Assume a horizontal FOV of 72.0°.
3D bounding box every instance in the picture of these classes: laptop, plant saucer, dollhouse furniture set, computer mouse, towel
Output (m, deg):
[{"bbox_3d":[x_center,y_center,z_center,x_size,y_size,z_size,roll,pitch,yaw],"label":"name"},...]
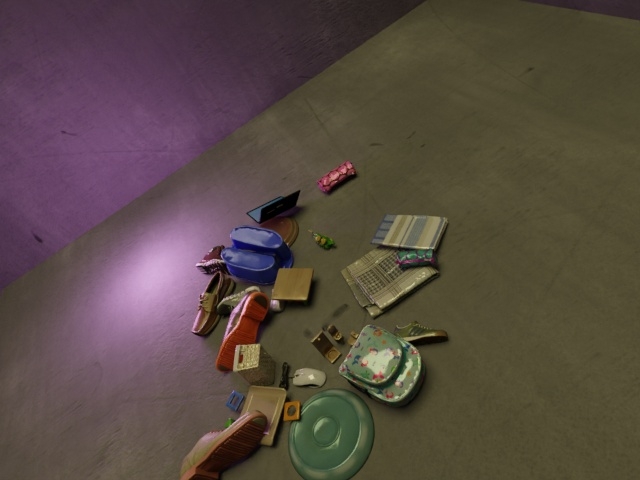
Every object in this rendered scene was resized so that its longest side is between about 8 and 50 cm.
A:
[{"bbox_3d":[-0.253,-0.200,2.320,0.234,0.264,0.137,-30,76,-22],"label":"laptop"},{"bbox_3d":[0.024,0.642,1.475,0.317,0.044,0.318,-17,43,17],"label":"plant saucer"},{"bbox_3d":[0.081,0.388,1.617,0.144,0.123,0.151,-44,43,-13],"label":"dollhouse furniture set"},{"bbox_3d":[-0.071,0.510,1.657,0.192,0.042,0.106,-8,46,26],"label":"computer mouse"},{"bbox_3d":[-0.243,-0.026,2.272,0.277,0.041,0.278,-16,45,17],"label":"plant saucer"},{"bbox_3d":[0.377,-0.036,1.866,0.284,0.034,0.209,6,44,30],"label":"towel"},{"bbox_3d":[0.266,0.130,1.801,0.324,0.056,0.312,-35,42,-1],"label":"towel"}]

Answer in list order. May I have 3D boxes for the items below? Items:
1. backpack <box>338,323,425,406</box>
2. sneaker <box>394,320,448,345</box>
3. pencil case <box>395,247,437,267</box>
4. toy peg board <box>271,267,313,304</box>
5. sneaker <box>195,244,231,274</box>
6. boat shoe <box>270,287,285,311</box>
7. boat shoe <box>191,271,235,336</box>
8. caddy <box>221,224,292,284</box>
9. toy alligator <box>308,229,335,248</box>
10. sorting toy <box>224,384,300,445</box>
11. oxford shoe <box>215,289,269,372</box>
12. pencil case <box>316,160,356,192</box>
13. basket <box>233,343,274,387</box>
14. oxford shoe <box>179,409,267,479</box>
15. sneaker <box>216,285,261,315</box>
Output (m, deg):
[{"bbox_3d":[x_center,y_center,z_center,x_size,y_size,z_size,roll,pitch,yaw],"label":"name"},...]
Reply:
[{"bbox_3d":[0.213,0.416,1.462,0.253,0.191,0.225,26,71,28],"label":"backpack"},{"bbox_3d":[0.348,0.321,1.560,0.192,0.064,0.086,-16,49,23],"label":"sneaker"},{"bbox_3d":[0.374,0.069,1.713,0.151,0.065,0.070,-9,15,26],"label":"pencil case"},{"bbox_3d":[-0.112,0.209,1.921,0.160,0.079,0.161,-1,49,16],"label":"toy peg board"},{"bbox_3d":[-0.513,0.087,2.283,0.281,0.106,0.163,-1,47,31],"label":"sneaker"},{"bbox_3d":[-0.190,0.237,1.979,0.063,0.066,0.184,-11,56,21],"label":"boat shoe"},{"bbox_3d":[-0.527,0.290,2.085,0.122,0.120,0.324,-2,50,30],"label":"boat shoe"},{"bbox_3d":[-0.303,0.074,2.103,0.340,0.179,0.242,12,65,17],"label":"caddy"},{"bbox_3d":[0.000,0.000,2.092,0.189,0.056,0.052,27,109,44],"label":"toy alligator"},{"bbox_3d":[-0.212,0.641,1.615,0.347,0.047,0.196,-7,52,32],"label":"sorting toy"},{"bbox_3d":[-0.343,0.383,1.881,0.132,0.130,0.364,11,69,57],"label":"oxford shoe"},{"bbox_3d":[0.087,-0.332,2.323,0.209,0.095,0.098,-35,57,1],"label":"pencil case"},{"bbox_3d":[-0.252,0.485,1.705,0.103,0.167,0.113,-13,45,12],"label":"basket"},{"bbox_3d":[-0.355,0.711,1.545,0.397,0.140,0.146,-41,36,3],"label":"oxford shoe"},{"bbox_3d":[-0.366,0.306,2.001,0.228,0.086,0.132,-30,44,2],"label":"sneaker"}]
